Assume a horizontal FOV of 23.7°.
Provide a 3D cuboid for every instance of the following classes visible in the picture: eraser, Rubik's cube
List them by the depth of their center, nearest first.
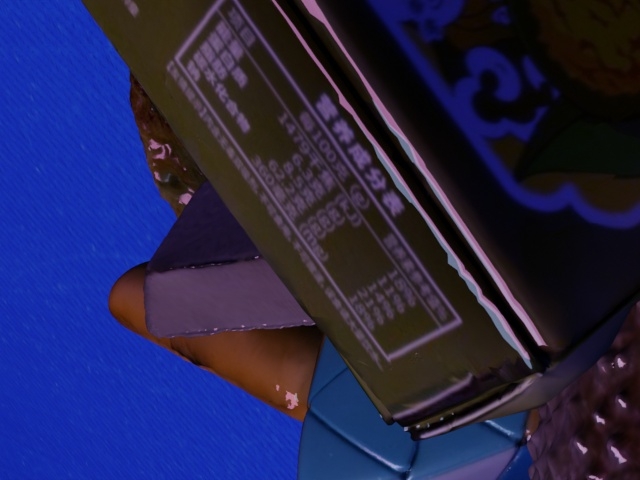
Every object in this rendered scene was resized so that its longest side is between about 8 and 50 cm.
[{"bbox_3d":[0.095,0.127,1.092,0.254,0.254,0.254,37,147,30],"label":"Rubik's cube"},{"bbox_3d":[0.000,0.001,1.119,0.352,0.111,0.077,-8,128,39],"label":"eraser"}]

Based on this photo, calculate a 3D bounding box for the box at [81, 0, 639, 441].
[{"bbox_3d":[0.069,-0.194,0.622,0.420,0.373,0.138,55,153,0],"label":"box"}]

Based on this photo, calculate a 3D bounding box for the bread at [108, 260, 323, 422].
[{"bbox_3d":[-0.066,0.090,1.405,0.305,0.142,0.091,22,93,44],"label":"bread"}]

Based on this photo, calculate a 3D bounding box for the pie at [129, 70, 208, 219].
[{"bbox_3d":[-0.058,-0.054,1.275,0.277,0.078,0.277,38,149,28],"label":"pie"}]

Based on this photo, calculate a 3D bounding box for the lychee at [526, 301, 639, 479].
[{"bbox_3d":[0.235,0.113,0.786,0.300,0.300,0.300,37,147,30],"label":"lychee"}]
